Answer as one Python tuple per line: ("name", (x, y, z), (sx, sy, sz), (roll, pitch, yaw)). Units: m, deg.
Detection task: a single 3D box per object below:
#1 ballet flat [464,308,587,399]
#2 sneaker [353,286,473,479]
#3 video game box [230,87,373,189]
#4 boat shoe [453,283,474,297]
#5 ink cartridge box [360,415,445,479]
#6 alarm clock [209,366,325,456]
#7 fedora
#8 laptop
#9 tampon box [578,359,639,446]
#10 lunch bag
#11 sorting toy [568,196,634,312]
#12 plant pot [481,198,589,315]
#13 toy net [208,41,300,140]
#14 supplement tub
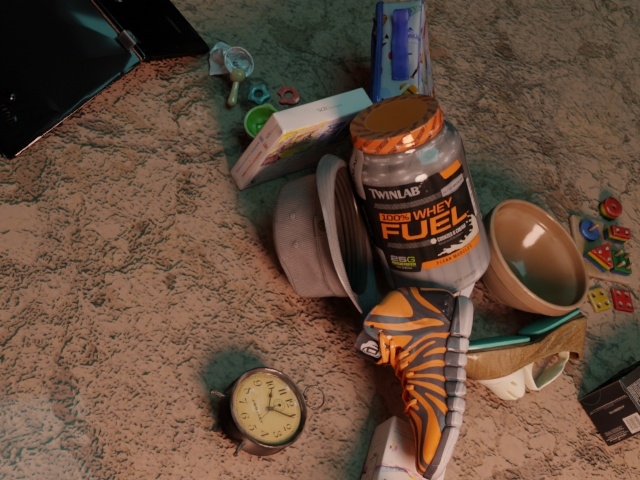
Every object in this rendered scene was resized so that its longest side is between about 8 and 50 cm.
("ballet flat", (0.358, 0.213, 1.936), (0.342, 0.116, 0.124), (-13, 93, -39))
("sneaker", (0.135, 0.217, 1.722), (0.180, 0.124, 0.321), (12, 56, -3))
("video game box", (-0.033, -0.174, 1.855), (0.205, 0.187, 0.048), (-21, 76, -38))
("boat shoe", (0.206, 0.108, 1.910), (0.084, 0.095, 0.258), (34, 41, -5))
("ink cartridge box", (0.125, 0.393, 1.706), (0.115, 0.067, 0.198), (29, 52, -14))
("alarm clock", (-0.073, 0.260, 1.666), (0.192, 0.064, 0.129), (-11, 70, -32))
("fedora", (0.000, 0.000, 1.788), (0.244, 0.124, 0.275), (-26, 105, -74))
("laptop", (-0.461, -0.379, 1.826), (0.382, 0.236, 0.408), (50, 22, 2))
("tampon box", (0.587, 0.288, 2.005), (0.161, 0.120, 0.101), (-24, 77, -37))
("lunch bag", (0.146, -0.289, 1.990), (0.115, 0.243, 0.303), (-3, 57, 9))
("sorting toy", (0.579, 0.020, 2.200), (0.132, 0.046, 0.274), (13, 59, -24))
("plant pot", (0.374, 0.049, 2.010), (0.237, 0.110, 0.237), (22, 46, -25))
("toy net", (-0.116, -0.276, 1.918), (0.122, 0.045, 0.232), (-29, 72, -9))
("supplement tub", (0.163, -0.074, 1.825), (0.193, 0.194, 0.316), (-49, 130, -39))
